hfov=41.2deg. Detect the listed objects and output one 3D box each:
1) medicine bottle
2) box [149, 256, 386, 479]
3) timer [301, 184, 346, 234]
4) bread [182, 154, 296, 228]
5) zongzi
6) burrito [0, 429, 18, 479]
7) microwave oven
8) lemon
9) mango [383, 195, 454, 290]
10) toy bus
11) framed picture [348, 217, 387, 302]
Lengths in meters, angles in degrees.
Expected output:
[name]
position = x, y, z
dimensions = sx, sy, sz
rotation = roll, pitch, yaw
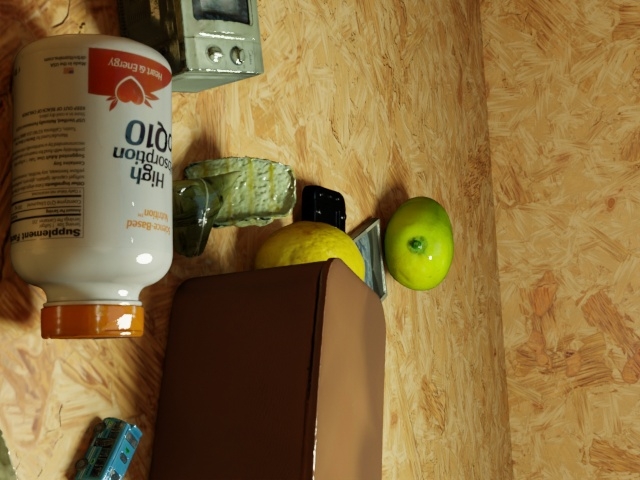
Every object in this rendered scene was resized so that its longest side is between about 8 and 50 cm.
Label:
[medicine bottle]
position = -0.227, -0.046, 0.852
dimensions = 0.157, 0.157, 0.288
rotation = 14, 73, -66
[box]
position = -0.058, 0.215, 1.112
dimensions = 0.239, 0.230, 0.339
rotation = 41, 49, -59
[timer]
position = 0.000, 0.000, 1.533
dimensions = 0.144, 0.055, 0.187
rotation = 10, 80, -65
[bread]
position = -0.118, -0.068, 1.211
dimensions = 0.110, 0.157, 0.103
rotation = -166, -102, -80
[zongzi]
position = -0.147, -0.035, 1.136
dimensions = 0.113, 0.052, 0.103
rotation = -15, 107, -38
[burrito]
position = -0.298, 0.249, 0.727
dimensions = 0.117, 0.076, 0.391
rotation = -34, 116, -66
[microwave oven]
position = -0.169, -0.290, 1.030
dimensions = 0.129, 0.163, 0.204
rotation = -8, 92, -44
[lemon]
position = -0.017, 0.052, 1.330
dimensions = 0.207, 0.170, 0.169
rotation = -21, 106, -72
[mango]
position = 0.227, -0.001, 1.942
dimensions = 0.343, 0.156, 0.192
rotation = -59, 148, -69
[toy bus]
position = -0.231, 0.236, 0.931
dimensions = 0.083, 0.046, 0.038
rotation = -71, 148, -42
[framed picture]
position = 0.087, 0.070, 1.770
dimensions = 0.260, 0.023, 0.188
rotation = -38, 123, -64
